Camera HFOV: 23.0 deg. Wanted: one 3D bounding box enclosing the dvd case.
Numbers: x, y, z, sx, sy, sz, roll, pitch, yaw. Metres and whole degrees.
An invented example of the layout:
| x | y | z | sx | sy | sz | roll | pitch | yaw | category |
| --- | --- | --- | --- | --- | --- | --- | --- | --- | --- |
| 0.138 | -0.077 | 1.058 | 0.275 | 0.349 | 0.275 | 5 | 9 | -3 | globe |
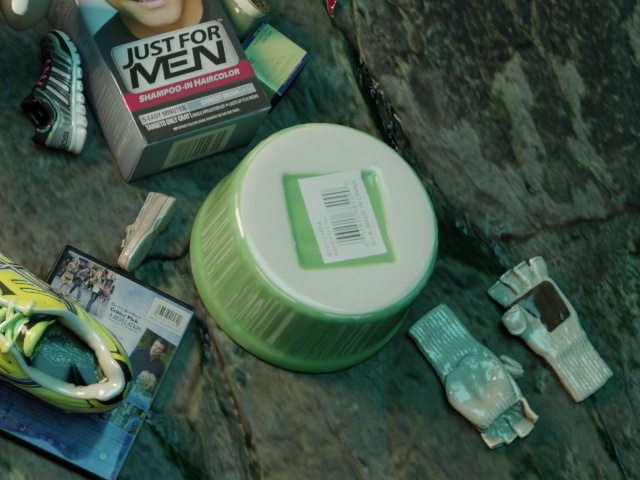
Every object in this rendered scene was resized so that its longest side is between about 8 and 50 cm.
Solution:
| x | y | z | sx | sy | sz | roll | pitch | yaw | category |
| --- | --- | --- | --- | --- | --- | --- | --- | --- | --- |
| -0.278 | 0.146 | 1.877 | 0.180 | 0.022 | 0.253 | 27 | 60 | -6 | dvd case |

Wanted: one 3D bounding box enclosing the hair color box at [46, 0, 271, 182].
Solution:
| x | y | z | sx | sy | sz | roll | pitch | yaw | category |
| --- | --- | --- | --- | --- | --- | --- | --- | --- | --- |
| -0.234 | -0.281 | 2.039 | 0.185 | 0.113 | 0.374 | -20 | 74 | -26 | hair color box |

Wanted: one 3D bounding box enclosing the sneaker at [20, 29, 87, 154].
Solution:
| x | y | z | sx | sy | sz | roll | pitch | yaw | category |
| --- | --- | --- | --- | --- | --- | --- | --- | --- | --- |
| -0.342 | -0.189 | 1.984 | 0.075 | 0.063 | 0.170 | -2 | 72 | -28 | sneaker |

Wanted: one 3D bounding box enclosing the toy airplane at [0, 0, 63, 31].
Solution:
| x | y | z | sx | sy | sz | roll | pitch | yaw | category |
| --- | --- | --- | --- | --- | --- | --- | --- | --- | --- |
| -0.498 | -0.282 | 1.796 | 0.386 | 0.384 | 0.272 | -38 | 52 | 10 | toy airplane |

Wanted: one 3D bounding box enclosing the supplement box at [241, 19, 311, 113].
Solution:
| x | y | z | sx | sy | sz | roll | pitch | yaw | category |
| --- | --- | --- | --- | --- | --- | --- | --- | --- | --- |
| -0.074 | -0.233 | 2.108 | 0.083 | 0.056 | 0.083 | 36 | 59 | -2 | supplement box |

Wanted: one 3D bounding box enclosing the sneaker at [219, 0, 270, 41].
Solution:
| x | y | z | sx | sy | sz | roll | pitch | yaw | category |
| --- | --- | --- | --- | --- | --- | --- | --- | --- | --- |
| -0.142 | -0.332 | 2.122 | 0.064 | 0.086 | 0.192 | 20 | 27 | -44 | sneaker |

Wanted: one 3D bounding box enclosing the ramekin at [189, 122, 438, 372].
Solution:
| x | y | z | sx | sy | sz | roll | pitch | yaw | category |
| --- | --- | --- | --- | --- | --- | --- | --- | --- | --- |
| 0.000 | 0.000 | 1.973 | 0.303 | 0.148 | 0.303 | 8 | 64 | -17 | ramekin |

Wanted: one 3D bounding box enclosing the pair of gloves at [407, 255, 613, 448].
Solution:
| x | y | z | sx | sy | sz | roll | pitch | yaw | category |
| --- | --- | --- | --- | --- | --- | --- | --- | --- | --- |
| 0.253 | 0.146 | 2.061 | 0.240 | 0.042 | 0.204 | -25 | 77 | -27 | pair of gloves |

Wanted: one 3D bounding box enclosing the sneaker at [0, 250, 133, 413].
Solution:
| x | y | z | sx | sy | sz | roll | pitch | yaw | category |
| --- | --- | --- | --- | --- | --- | --- | --- | --- | --- |
| -0.364 | 0.067 | 1.733 | 0.385 | 0.147 | 0.145 | 29 | 77 | -19 | sneaker |

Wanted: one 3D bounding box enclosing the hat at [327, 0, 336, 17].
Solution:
| x | y | z | sx | sy | sz | roll | pitch | yaw | category |
| --- | --- | --- | --- | --- | --- | --- | --- | --- | --- |
| 0.028 | -0.462 | 2.272 | 0.173 | 0.183 | 0.208 | 42 | 18 | -5 | hat |

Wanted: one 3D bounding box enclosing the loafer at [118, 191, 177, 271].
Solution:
| x | y | z | sx | sy | sz | roll | pitch | yaw | category |
| --- | --- | --- | --- | --- | --- | --- | --- | --- | --- |
| -0.224 | -0.012 | 1.963 | 0.039 | 0.045 | 0.125 | 24 | 52 | 11 | loafer |
